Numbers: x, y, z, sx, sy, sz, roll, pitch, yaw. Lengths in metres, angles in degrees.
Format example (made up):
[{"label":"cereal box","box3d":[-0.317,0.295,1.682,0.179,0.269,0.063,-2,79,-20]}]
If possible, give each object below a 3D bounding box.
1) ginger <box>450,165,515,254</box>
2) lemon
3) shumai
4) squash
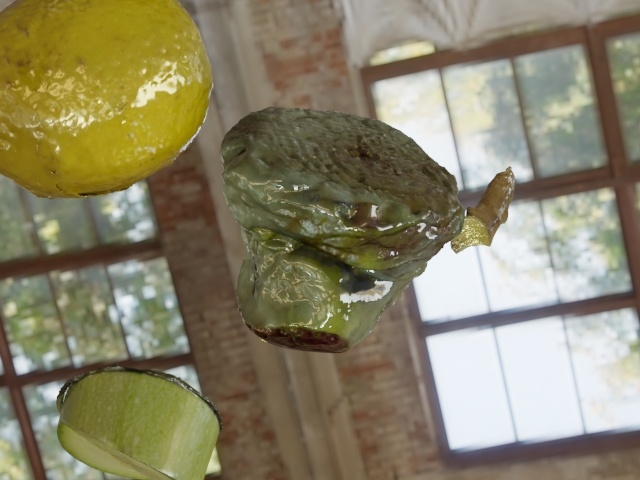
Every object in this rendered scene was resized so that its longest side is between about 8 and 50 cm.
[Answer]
[{"label":"ginger","box3d":[0.210,-0.032,1.953,0.137,0.057,0.044,-51,-172,-35]},{"label":"lemon","box3d":[-0.265,-0.172,1.754,0.310,0.253,0.253,-28,-162,-24]},{"label":"shumai","box3d":[0.000,0.000,1.936,0.309,0.263,0.304,21,-158,-2]},{"label":"squash","box3d":[-0.244,0.265,2.023,0.220,0.220,0.133,-6,-126,27]}]
